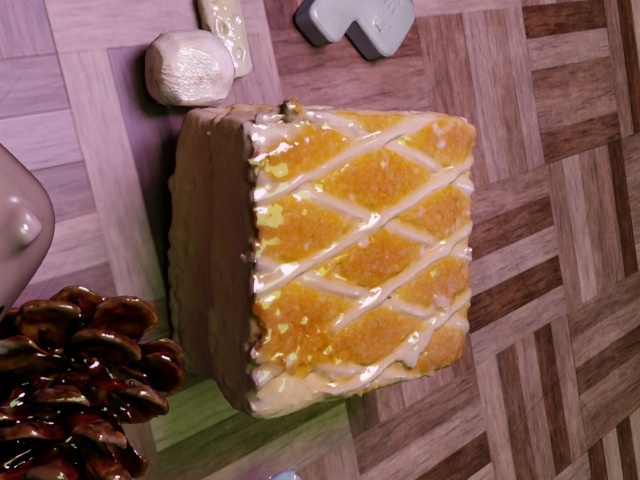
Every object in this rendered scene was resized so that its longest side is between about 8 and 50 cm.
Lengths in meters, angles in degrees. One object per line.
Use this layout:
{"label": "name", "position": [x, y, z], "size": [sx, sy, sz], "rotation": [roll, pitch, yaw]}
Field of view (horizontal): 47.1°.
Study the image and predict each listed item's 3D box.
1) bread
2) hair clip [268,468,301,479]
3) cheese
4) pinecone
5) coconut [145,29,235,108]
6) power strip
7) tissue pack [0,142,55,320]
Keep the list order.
{"label": "bread", "position": [0.000, 0.000, 0.989], "size": [0.390, 0.279, 0.371], "rotation": [-9, 101, -40]}
{"label": "hair clip", "position": [-0.018, 0.533, 0.993], "size": [0.318, 0.392, 0.238], "rotation": [-53, 146, -29]}
{"label": "cheese", "position": [-0.140, -0.323, 1.030], "size": [0.065, 0.043, 0.194], "rotation": [-14, 99, -40]}
{"label": "pinecone", "position": [-0.263, 0.179, 0.780], "size": [0.244, 0.244, 0.309], "rotation": [27, 35, -37]}
{"label": "coconut", "position": [-0.165, -0.221, 0.970], "size": [0.124, 0.110, 0.110], "rotation": [-8, 95, -34]}
{"label": "power strip", "position": [0.034, -0.394, 1.165], "size": [0.265, 0.059, 0.194], "rotation": [46, 63, -31]}
{"label": "tissue pack", "position": [-0.430, 0.037, 0.641], "size": [0.267, 0.277, 0.387], "rotation": [48, 60, -26]}
